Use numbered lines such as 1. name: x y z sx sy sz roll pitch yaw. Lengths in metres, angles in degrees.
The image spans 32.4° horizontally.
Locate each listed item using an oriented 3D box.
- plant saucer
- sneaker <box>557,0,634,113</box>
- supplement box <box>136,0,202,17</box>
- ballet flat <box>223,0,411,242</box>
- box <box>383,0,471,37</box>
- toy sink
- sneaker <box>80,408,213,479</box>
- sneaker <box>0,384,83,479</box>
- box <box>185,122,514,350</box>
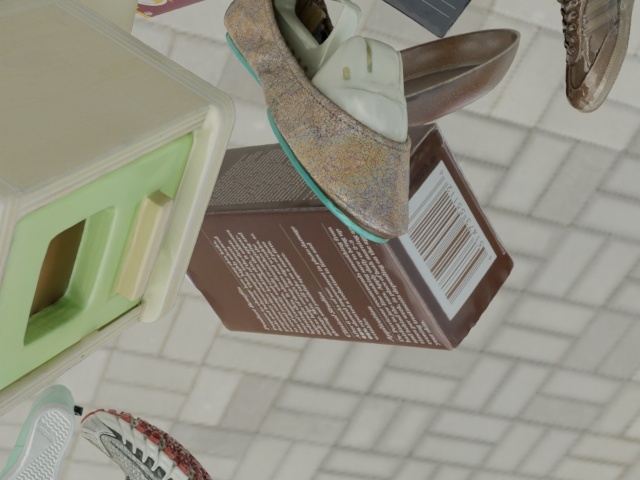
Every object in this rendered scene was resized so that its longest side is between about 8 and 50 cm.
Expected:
1. plant saucer: 0.099 -0.185 1.347 0.311 0.310 0.050 -19 108 7
2. sneaker: 0.217 -0.200 0.897 0.071 0.066 0.188 10 108 -7
3. supplement box: -0.173 -0.315 1.213 0.104 0.080 0.188 20 166 -39
4. ballet flat: 0.005 -0.132 0.870 0.107 0.316 0.106 17 119 -41
5. box: 0.045 -0.306 0.856 0.261 0.103 0.184 24 117 -34
6. toy sink: -0.140 -0.027 0.573 0.131 0.234 0.153 32 123 14
7. sneaker: -0.108 0.216 0.804 0.093 0.225 0.088 -39 164 -6
8. sneaker: -0.470 0.363 1.828 0.094 0.151 0.256 25 98 -14
9. box: 0.000 0.000 1.199 0.381 0.143 0.191 -1 130 48
